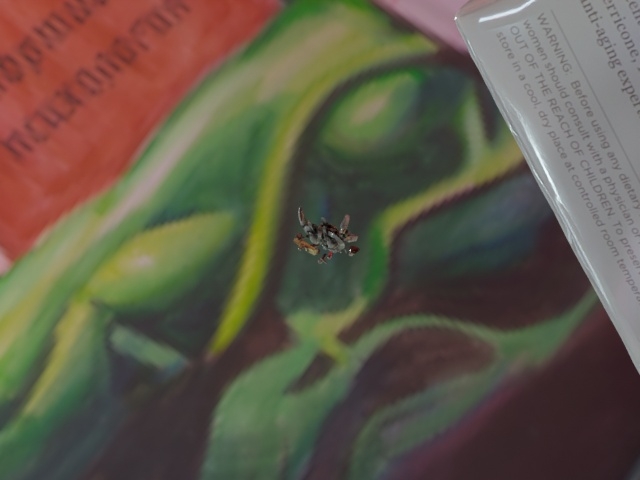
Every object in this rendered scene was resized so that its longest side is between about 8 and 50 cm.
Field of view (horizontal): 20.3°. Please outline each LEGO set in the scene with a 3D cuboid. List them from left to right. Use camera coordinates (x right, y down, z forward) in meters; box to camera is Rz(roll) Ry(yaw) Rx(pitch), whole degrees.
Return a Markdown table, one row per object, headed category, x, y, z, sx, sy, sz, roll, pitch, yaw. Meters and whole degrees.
| category | x | y | z | sx | sy | sz | roll | pitch | yaw |
| --- | --- | --- | --- | --- | --- | --- | --- | --- | --- |
| LEGO set | 0.002 | 0.002 | 1.358 | 0.023 | 0.054 | 0.083 | -54 | -11 | -26 |

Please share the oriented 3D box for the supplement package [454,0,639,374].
| category | x | y | z | sx | sy | sz | roll | pitch | yaw |
| --- | --- | --- | --- | --- | --- | --- | --- | --- | --- |
| supplement package | 0.139 | -0.050 | 0.361 | 0.179 | 0.105 | 0.105 | -21 | 14 | 36 |
